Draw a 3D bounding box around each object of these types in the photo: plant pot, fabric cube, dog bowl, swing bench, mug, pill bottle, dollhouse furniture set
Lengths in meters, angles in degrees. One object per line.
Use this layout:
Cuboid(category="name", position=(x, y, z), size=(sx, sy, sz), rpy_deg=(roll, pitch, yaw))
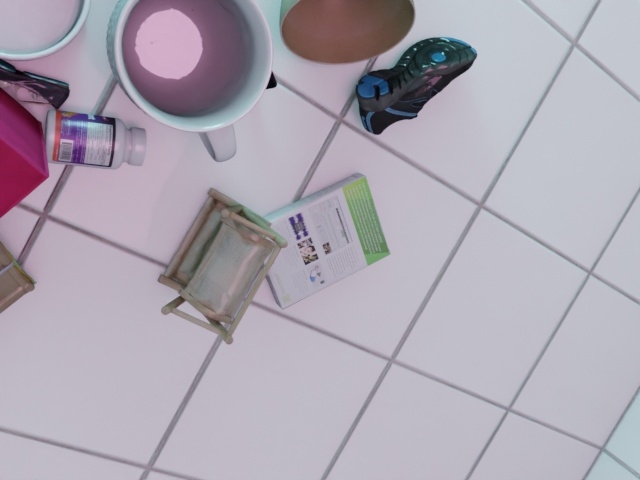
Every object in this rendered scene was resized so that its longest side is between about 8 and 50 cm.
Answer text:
Cuboid(category="plant pot", position=(0.047, -0.532, 1.448), size=(0.284, 0.284, 0.191), rpy_deg=(1, 71, -24))
Cuboid(category="fabric cube", position=(-0.674, -0.167, 1.204), size=(0.259, 0.254, 0.258), rpy_deg=(-40, 131, 3))
Cuboid(category="dog bowl", position=(-0.556, -0.459, 1.236), size=(0.264, 0.104, 0.265), rpy_deg=(-6, 105, -24))
Cuboid(category="swing bench", position=(-0.222, 0.048, 1.502), size=(0.165, 0.254, 0.253), rpy_deg=(29, 95, -19))
Cuboid(category="mug", position=(-0.254, -0.327, 1.327), size=(0.276, 0.328, 0.374), rpy_deg=(-26, 116, -13))
Cuboid(category="pill bottle", position=(-0.461, -0.203, 1.405), size=(0.193, 0.108, 0.108), rpy_deg=(4, 105, -25))
Cuboid(category="dollhouse furniture set", position=(-0.779, 0.098, 1.395), size=(0.301, 0.151, 0.198), rpy_deg=(-43, 141, -24))

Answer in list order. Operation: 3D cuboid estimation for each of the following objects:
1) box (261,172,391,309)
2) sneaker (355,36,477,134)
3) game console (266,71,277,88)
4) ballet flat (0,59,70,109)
Cuboid(category="box", position=(0.000, 0.000, 1.703), size=(0.322, 0.058, 0.232), rpy_deg=(-25, 115, -13))
Cuboid(category="sneaker", position=(0.229, -0.380, 1.658), size=(0.340, 0.125, 0.140), rpy_deg=(-28, 144, -16))
Cuboid(category="game console", position=(-0.170, -0.373, 1.497), size=(0.071, 0.107, 0.122), rpy_deg=(-45, 123, -37))
Cuboid(category="ballet flat", position=(-0.596, -0.309, 1.335), size=(0.203, 0.074, 0.074), rpy_deg=(19, 99, -30))
